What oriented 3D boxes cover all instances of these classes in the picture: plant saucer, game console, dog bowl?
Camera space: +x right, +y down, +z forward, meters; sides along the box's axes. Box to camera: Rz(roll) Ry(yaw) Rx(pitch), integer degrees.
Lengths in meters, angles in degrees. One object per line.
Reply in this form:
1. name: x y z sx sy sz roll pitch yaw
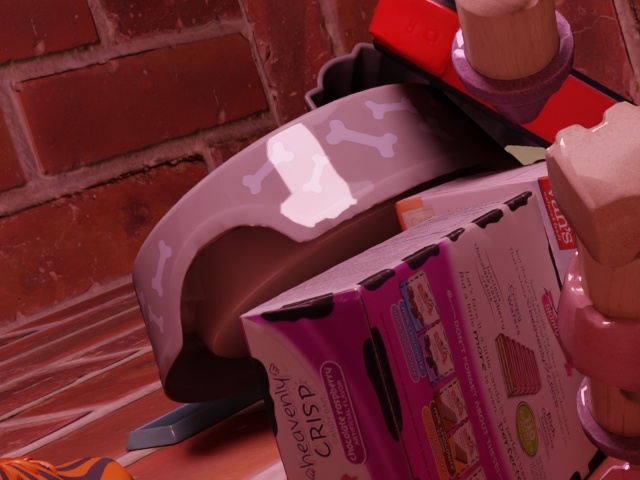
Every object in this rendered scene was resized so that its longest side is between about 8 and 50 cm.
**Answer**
1. plant saucer: -0.093 0.148 1.437 0.067 0.018 0.192 -14 7 40
2. game console: 0.212 -0.081 1.209 0.060 0.386 0.342 -60 0 8
3. dog bowl: 0.000 0.000 1.309 0.348 0.102 0.349 -29 -16 -9

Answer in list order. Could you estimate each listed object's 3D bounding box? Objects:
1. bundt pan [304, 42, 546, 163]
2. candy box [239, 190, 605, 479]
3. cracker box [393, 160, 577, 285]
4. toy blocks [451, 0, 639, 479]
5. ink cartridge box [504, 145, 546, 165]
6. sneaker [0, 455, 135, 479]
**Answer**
1. bundt pan: 0.133 -0.085 1.827 0.330 0.331 0.124 -20 -36 -30
2. candy box: 0.062 0.077 0.802 0.071 0.159 0.233 -14 5 30
3. cracker box: 0.151 0.028 1.065 0.067 0.156 0.232 -21 6 -24
4. toy blocks: 0.227 -0.012 0.710 0.288 0.309 0.260 -25 -36 -3
5. ink cartridge box: 0.221 -0.052 1.648 0.171 0.056 0.235 6 40 30
6. sneaker: -0.200 0.139 0.921 0.124 0.180 0.321 -16 5 14
